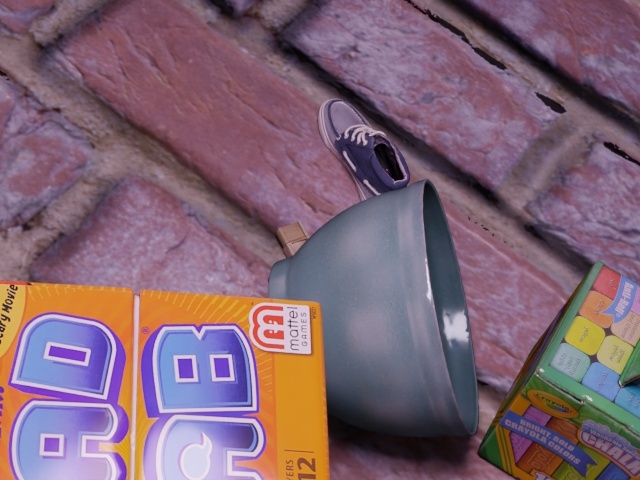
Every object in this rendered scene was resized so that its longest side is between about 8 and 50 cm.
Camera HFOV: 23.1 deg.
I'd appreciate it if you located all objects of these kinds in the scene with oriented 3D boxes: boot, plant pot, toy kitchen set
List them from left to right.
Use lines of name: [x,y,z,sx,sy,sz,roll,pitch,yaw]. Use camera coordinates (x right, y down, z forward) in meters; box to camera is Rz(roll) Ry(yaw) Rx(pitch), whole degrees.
toy kitchen set: [0.000,0.000,1.917,0.068,0.075,0.083,-19,69,-25]
boot: [0.060,-0.124,2.005,0.069,0.086,0.190,-19,64,-24]
plant pot: [0.054,0.091,1.774,0.196,0.293,0.293,-10,57,11]

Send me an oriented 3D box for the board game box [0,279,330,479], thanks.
board game box: [-0.198,0.287,1.514,0.356,0.356,0.356,4,57,-11]

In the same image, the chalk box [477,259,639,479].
chalk box: [0.325,0.163,1.762,0.179,0.289,0.180,31,56,7]
